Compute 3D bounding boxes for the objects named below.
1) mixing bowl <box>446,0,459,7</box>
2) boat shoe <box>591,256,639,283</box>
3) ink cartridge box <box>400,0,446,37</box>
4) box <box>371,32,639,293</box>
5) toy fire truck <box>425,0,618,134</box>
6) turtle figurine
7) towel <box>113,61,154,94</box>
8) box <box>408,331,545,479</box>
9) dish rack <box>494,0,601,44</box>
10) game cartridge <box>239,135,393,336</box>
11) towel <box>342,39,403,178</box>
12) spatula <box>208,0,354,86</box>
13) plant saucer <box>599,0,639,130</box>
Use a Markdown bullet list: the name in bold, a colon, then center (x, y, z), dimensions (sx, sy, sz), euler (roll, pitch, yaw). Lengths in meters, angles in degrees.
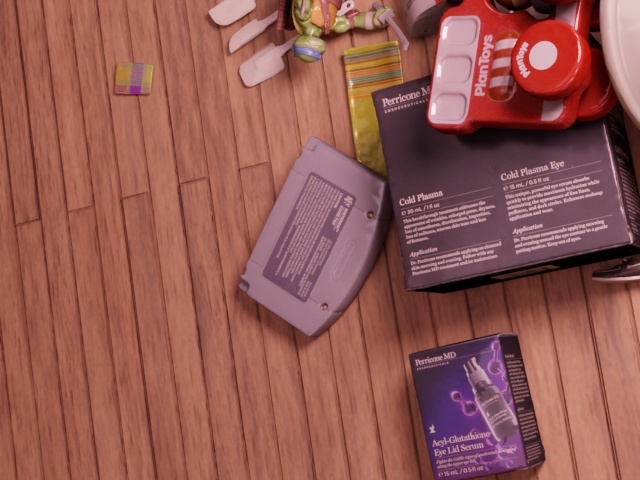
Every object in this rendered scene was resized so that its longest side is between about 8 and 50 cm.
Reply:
- **mixing bowl**: center (0.245, -0.456, 1.822), dimensions (0.181, 0.098, 0.181), euler (-1, 87, 25)
- **boat shoe**: center (0.464, 0.043, 1.712), dimensions (0.125, 0.046, 0.038), euler (-4, 85, 22)
- **ink cartridge box**: center (0.151, -0.442, 1.795), dimensions (0.066, 0.232, 0.189), euler (-12, 80, 2)
- **box**: center (0.285, -0.104, 1.733), dimensions (0.343, 0.179, 0.312), euler (-13, 81, 23)
- **toy fire truck**: center (0.271, -0.293, 1.572), dimensions (0.254, 0.169, 0.302), euler (5, 86, 33)
- **turtle figurine**: center (0.043, -0.425, 1.859), dimensions (0.198, 0.274, 0.266), euler (8, 82, -12)
- **towel**: center (-0.345, -0.299, 2.136), dimensions (0.083, 0.009, 0.060), euler (5, 88, 25)
- **box**: center (0.239, 0.255, 1.769), dimensions (0.153, 0.108, 0.207), euler (-17, 80, 24)
- **dish rack**: center (0.332, -0.447, 1.738), dimensions (0.285, 0.072, 0.333), euler (-3, 84, -13)
- **game cartridge**: center (0.000, 0.000, 1.919), dimensions (0.196, 0.060, 0.294), euler (34, 106, 27)
- **towel**: center (0.095, -0.210, 1.917), dimensions (0.102, 0.021, 0.237), euler (-10, 83, 25)
- **spatula**: center (-0.064, -0.394, 2.009), dimensions (0.242, 0.019, 0.168), euler (-30, 74, 16)
- **plant saucer**: center (0.548, -0.302, 1.515), dimensions (0.100, 0.400, 0.400), euler (13, 93, 60)
